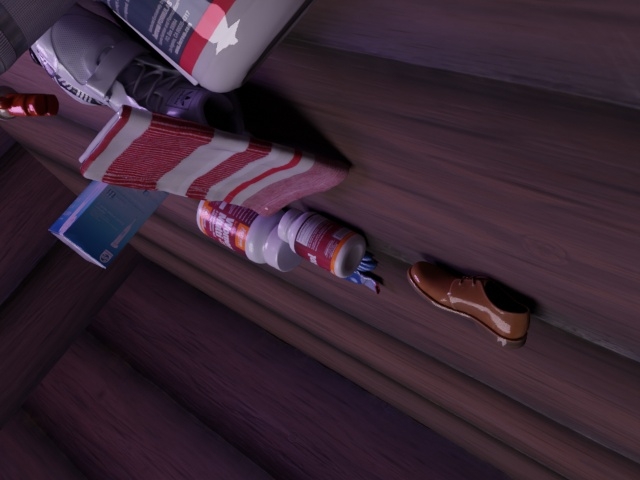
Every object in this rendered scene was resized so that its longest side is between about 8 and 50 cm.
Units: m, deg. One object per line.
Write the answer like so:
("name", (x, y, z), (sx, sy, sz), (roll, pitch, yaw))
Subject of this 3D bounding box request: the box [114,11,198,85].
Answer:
("box", (-0.140, -0.264, 0.703), (0.130, 0.091, 0.170), (42, 163, -18))

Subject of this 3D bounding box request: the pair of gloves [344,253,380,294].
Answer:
("pair of gloves", (0.052, 0.039, 1.283), (0.159, 0.023, 0.198), (30, 162, 27))

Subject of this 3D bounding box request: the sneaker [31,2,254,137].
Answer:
("sneaker", (-0.256, -0.236, 0.958), (0.366, 0.137, 0.210), (40, 163, -27))

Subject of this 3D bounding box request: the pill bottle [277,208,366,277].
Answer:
("pill bottle", (0.000, 0.000, 1.163), (0.152, 0.086, 0.086), (28, 162, 29))

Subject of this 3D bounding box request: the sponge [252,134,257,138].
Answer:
("sponge", (-0.115, -0.122, 1.156), (0.117, 0.031, 0.210), (40, 164, -11))

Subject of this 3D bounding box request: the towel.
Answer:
("towel", (-0.157, -0.102, 0.928), (0.329, 0.037, 0.237), (11, 163, -31))

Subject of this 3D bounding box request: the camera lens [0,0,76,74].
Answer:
("camera lens", (-0.415, -0.330, 0.756), (0.219, 0.274, 0.219), (34, 164, 11))

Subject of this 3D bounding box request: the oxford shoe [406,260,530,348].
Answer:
("oxford shoe", (0.227, 0.077, 0.981), (0.212, 0.076, 0.076), (29, 133, 30))

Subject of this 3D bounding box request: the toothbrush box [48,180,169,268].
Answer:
("toothbrush box", (-0.484, -0.093, 1.523), (0.126, 0.295, 0.216), (46, 162, -25))

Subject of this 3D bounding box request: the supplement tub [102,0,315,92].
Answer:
("supplement tub", (-0.118, -0.264, 0.480), (0.272, 0.191, 0.191), (40, 163, -11))

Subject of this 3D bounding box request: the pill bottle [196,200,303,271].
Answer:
("pill bottle", (-0.137, -0.026, 1.308), (0.221, 0.121, 0.121), (27, 161, 30))

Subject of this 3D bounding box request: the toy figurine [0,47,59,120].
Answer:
("toy figurine", (-0.516, -0.327, 1.083), (0.148, 0.213, 0.209), (9, 152, 30))
